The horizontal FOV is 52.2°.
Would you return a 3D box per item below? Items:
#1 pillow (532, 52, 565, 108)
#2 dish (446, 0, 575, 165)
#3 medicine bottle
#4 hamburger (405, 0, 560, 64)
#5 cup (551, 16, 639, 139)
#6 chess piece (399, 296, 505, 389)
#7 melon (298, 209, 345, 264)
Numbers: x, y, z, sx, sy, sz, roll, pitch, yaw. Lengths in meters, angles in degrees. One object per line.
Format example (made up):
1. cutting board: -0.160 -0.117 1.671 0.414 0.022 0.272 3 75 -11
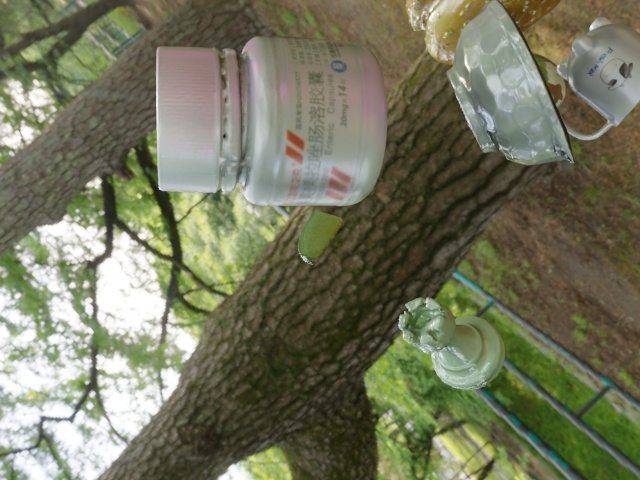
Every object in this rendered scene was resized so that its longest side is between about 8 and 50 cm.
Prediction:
1. pillow: 0.440 -0.345 1.479 0.214 0.234 0.086 0 141 16
2. dish: 0.285 -0.226 1.042 0.303 0.120 0.303 57 -163 -29
3. medicine bottle: -0.083 -0.180 0.993 0.256 0.324 0.256 180 90 -76
4. hamburger: 0.383 -0.625 1.543 0.287 0.445 0.268 12 -127 -56
5. cup: 0.474 -0.272 1.094 0.142 0.134 0.174 41 142 13
6. chess piece: 0.317 0.245 1.622 0.299 0.195 0.194 36 -175 -45
7. melon: 0.000 0.000 1.721 0.262 0.113 0.053 -68 -35 -57
